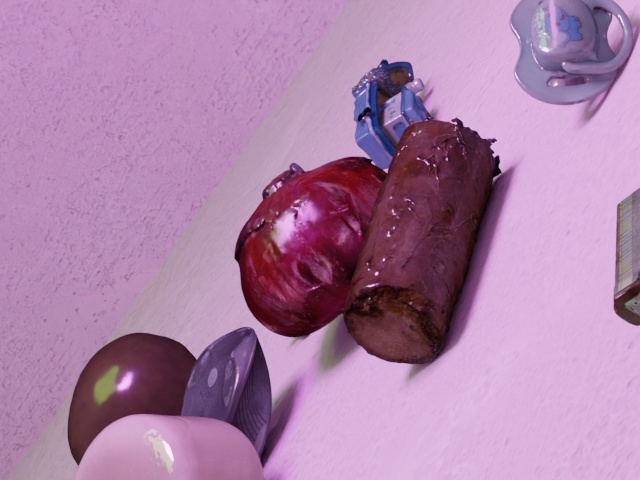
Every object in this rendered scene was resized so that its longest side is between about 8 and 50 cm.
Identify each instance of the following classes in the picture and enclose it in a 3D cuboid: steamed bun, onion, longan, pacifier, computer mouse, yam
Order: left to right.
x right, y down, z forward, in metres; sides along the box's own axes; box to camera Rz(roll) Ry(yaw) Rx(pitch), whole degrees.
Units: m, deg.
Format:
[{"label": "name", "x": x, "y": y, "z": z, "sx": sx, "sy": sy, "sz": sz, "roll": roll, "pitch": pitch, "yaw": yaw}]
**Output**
[{"label": "longan", "x": -0.276, "y": 0.256, "z": 2.248, "sx": 0.246, "sy": 0.215, "sz": 0.246, "roll": -46, "pitch": -10, "yaw": -10}, {"label": "steamed bun", "x": -0.185, "y": 0.289, "z": 1.761, "sx": 0.242, "sy": 0.146, "sz": 0.164, "roll": -21, "pitch": 67, "yaw": 46}, {"label": "computer mouse", "x": -0.138, "y": 0.295, "z": 1.908, "sx": 0.167, "sy": 0.090, "sz": 0.379, "roll": 20, "pitch": 90, "yaw": 67}, {"label": "onion", "x": 0.000, "y": 0.000, "z": 1.842, "sx": 0.246, "sy": 0.190, "sz": 0.246, "roll": -42, "pitch": 3, "yaw": 2}, {"label": "yam", "x": 0.108, "y": -0.008, "z": 1.585, "sx": 0.131, "sy": 0.131, "sz": 0.279, "roll": -45, "pitch": 18, "yaw": 47}, {"label": "pacifier", "x": 0.260, "y": -0.192, "z": 1.548, "sx": 0.116, "sy": 0.127, "sz": 0.150, "roll": 69, "pitch": -169, "yaw": -58}]

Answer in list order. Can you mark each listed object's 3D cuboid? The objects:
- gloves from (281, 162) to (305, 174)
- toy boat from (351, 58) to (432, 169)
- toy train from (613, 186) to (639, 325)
[{"label": "gloves", "x": -0.029, "y": 0.015, "z": 2.123, "sx": 0.142, "sy": 0.119, "sz": 0.285, "roll": -44, "pitch": 33, "yaw": 50}, {"label": "toy boat", "x": 0.109, "y": -0.195, "z": 2.136, "sx": 0.098, "sy": 0.109, "sz": 0.238, "roll": -31, "pitch": 25, "yaw": 21}, {"label": "toy train", "x": 0.256, "y": 0.000, "z": 1.151, "sx": 0.071, "sy": 0.038, "sz": 0.148, "roll": -49, "pitch": 13, "yaw": 34}]
